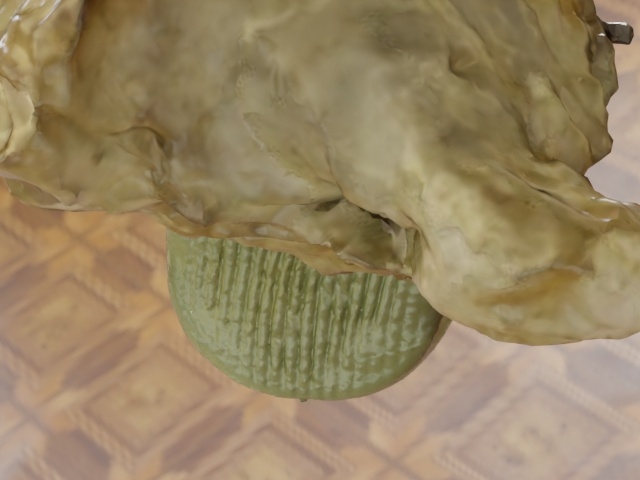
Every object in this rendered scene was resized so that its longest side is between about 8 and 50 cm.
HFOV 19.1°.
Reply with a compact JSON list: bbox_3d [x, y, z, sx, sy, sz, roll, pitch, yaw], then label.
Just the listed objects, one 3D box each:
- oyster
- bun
[{"bbox_3d":[0.001,-0.063,0.344,0.191,0.081,0.163,41,75,10],"label":"oyster"},{"bbox_3d":[0.000,-0.003,1.257,0.221,0.221,0.108,-13,31,15],"label":"bun"}]
